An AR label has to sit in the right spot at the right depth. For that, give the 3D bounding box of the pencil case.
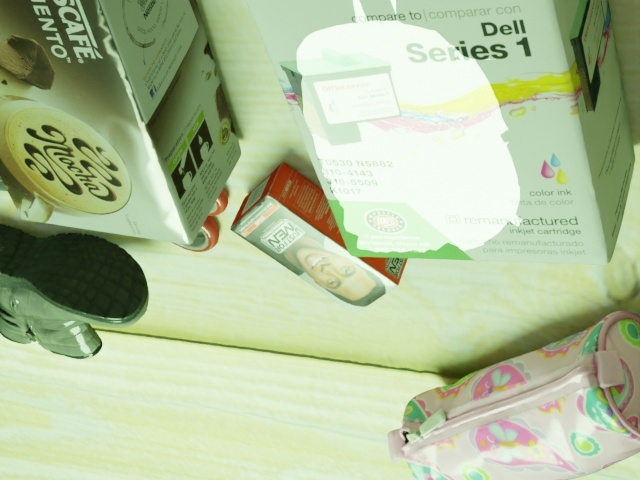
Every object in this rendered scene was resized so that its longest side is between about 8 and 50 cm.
[{"bbox_3d":[0.188,0.160,1.092,0.124,0.124,0.284,38,141,-19],"label":"pencil case"}]

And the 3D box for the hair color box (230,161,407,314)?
[{"bbox_3d":[0.000,0.000,1.061,0.141,0.043,0.072,34,141,-15],"label":"hair color box"}]

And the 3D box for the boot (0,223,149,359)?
[{"bbox_3d":[-0.257,0.067,1.256,0.246,0.083,0.161,14,147,28],"label":"boot"}]

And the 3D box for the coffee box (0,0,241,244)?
[{"bbox_3d":[-0.184,-0.146,0.918,0.168,0.119,0.297,9,141,20],"label":"coffee box"}]

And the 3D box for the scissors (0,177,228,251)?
[{"bbox_3d":[-0.224,-0.056,1.135,0.297,0.021,0.109,15,145,12],"label":"scissors"}]

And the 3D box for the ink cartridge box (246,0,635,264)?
[{"bbox_3d":[0.085,-0.119,0.812,0.201,0.117,0.278,2,137,26],"label":"ink cartridge box"}]
